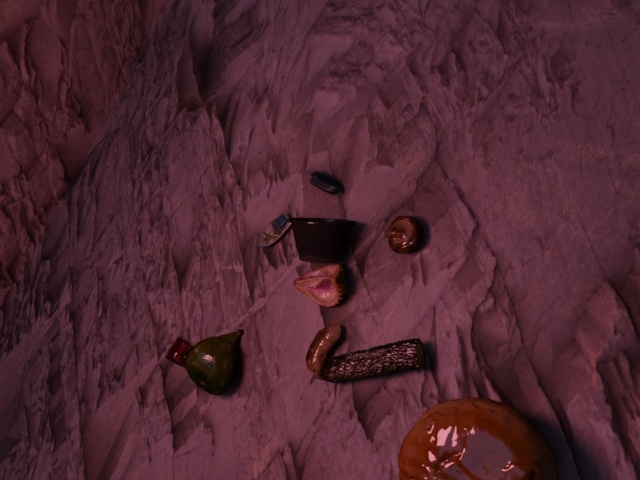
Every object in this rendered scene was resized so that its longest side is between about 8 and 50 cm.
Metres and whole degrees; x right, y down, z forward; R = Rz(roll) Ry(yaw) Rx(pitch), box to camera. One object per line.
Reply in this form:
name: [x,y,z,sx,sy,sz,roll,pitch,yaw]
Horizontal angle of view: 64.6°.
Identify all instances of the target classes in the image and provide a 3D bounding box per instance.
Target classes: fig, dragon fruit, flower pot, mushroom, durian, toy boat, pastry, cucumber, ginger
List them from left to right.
dragon fruit: [-0.539,0.444,1.993,0.147,0.096,0.102,-4,57,64]
fig: [-0.371,0.426,1.864,0.203,0.203,0.235,2,35,33]
toy boat: [-0.176,-0.033,1.934,0.173,0.058,0.069,-43,56,13]
flower pot: [0.000,0.000,1.735,0.235,0.235,0.148,7,96,34]
ginger: [0.007,0.354,1.673,0.095,0.069,0.190,23,87,40]
durian: [0.010,0.140,1.712,0.182,0.132,0.165,-43,44,27]
toy boat: [0.025,-0.207,1.869,0.141,0.060,0.055,31,90,29]
cucumber: [0.147,0.377,1.563,0.359,0.096,0.096,-17,65,28]
mushroom: [0.269,-0.019,1.624,0.127,0.087,0.127,-12,69,33]
pastry: [0.386,0.590,1.236,0.409,0.245,0.410,-12,68,33]
